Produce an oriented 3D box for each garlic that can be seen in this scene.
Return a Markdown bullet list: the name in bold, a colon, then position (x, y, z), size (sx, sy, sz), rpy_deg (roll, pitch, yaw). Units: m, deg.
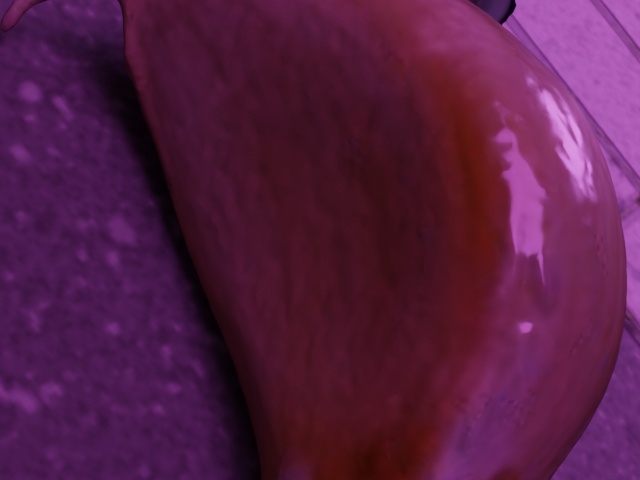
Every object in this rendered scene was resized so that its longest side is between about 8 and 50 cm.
- **garlic**: position (0.010, -0.010, 0.631), size (0.164, 0.145, 0.245), rpy_deg (-23, 71, -13)

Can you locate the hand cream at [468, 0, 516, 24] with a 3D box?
- **hand cream**: position (0.029, -0.229, 0.847), size (0.085, 0.058, 0.331), rpy_deg (-2, 55, -13)
